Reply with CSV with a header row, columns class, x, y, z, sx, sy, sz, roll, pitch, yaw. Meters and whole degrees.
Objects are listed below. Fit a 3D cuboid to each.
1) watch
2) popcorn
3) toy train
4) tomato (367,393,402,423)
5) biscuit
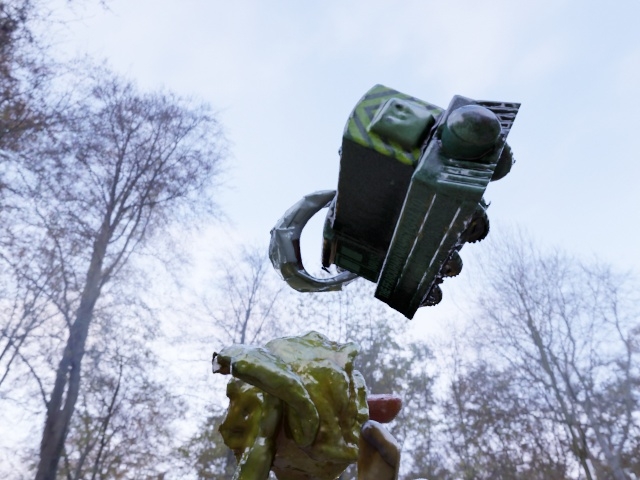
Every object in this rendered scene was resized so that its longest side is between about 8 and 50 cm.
class,x,y,z,sx,sy,sz,roll,pitch,yaw
watch,0.000,0.000,1.119,0.241,0.254,0.162,8,-25,-20
popcorn,-0.050,0.294,0.862,0.289,0.321,0.326,-15,-54,0
toy train,0.093,-0.034,0.552,0.178,0.139,0.330,25,-27,12
tomato,0.167,0.583,1.667,0.236,0.095,0.237,0,-14,0
biscuit,0.073,0.369,0.645,0.047,0.164,0.208,8,-64,-42
